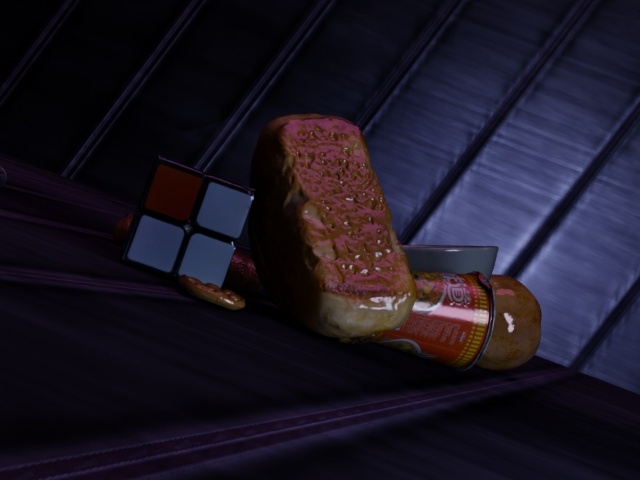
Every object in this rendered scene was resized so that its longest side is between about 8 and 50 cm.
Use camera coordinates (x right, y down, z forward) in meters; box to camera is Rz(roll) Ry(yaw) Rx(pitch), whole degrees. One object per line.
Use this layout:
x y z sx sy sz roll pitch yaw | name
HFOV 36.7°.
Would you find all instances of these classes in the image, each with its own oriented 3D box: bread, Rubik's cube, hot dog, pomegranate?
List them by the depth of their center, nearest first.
-0.160 0.076 1.403 0.110 0.024 0.110 22 1 0 | bread
-0.216 -0.028 1.560 0.167 0.180 0.183 20 3 -12 | Rubik's cube
0.002 0.000 1.593 0.185 0.405 0.223 -3 -30 -25 | hot dog
-0.237 0.022 1.761 0.289 0.068 0.083 22 7 1 | hot dog
0.374 0.176 2.052 0.207 0.207 0.207 21 1 0 | pomegranate

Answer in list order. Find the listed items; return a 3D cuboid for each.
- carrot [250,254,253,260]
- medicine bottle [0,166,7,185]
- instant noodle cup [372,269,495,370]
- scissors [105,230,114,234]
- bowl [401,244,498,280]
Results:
-0.051 0.076 1.758 0.069 0.069 0.229 20 12 -44 | carrot
-0.636 -0.121 1.840 0.051 0.051 0.191 21 0 -10 | medicine bottle
0.173 0.125 1.724 0.212 0.193 0.193 12 4 -21 | instant noodle cup
-0.379 -0.006 1.895 0.039 0.012 0.113 21 1 35 | scissors
0.214 0.081 1.952 0.289 0.146 0.289 1 1 0 | bowl
